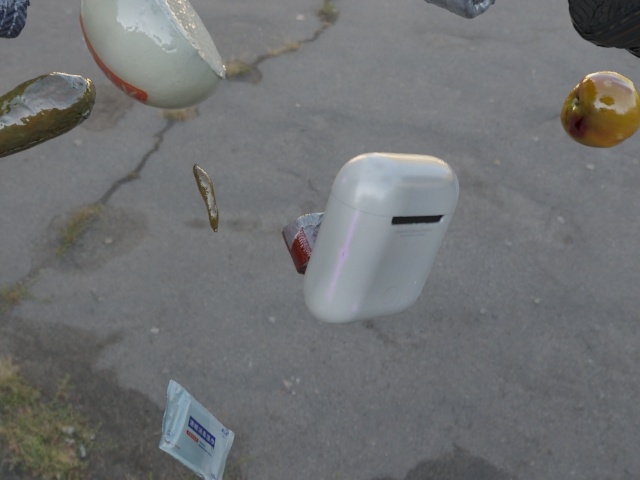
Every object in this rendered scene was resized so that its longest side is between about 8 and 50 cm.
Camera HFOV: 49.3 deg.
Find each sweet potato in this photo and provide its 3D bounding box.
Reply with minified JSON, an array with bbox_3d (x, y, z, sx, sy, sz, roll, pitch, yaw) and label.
[{"bbox_3d":[-0.395,-0.125,0.830,0.273,0.075,0.075,-28,48,-7],"label":"sweet potato"},{"bbox_3d":[-0.178,-0.069,1.110,0.026,0.115,0.026,-17,1,0],"label":"sweet potato"}]

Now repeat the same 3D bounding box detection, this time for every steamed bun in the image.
[{"bbox_3d":[-0.399,-0.459,1.595,0.241,0.374,0.374,-31,44,6],"label":"steamed bun"}]

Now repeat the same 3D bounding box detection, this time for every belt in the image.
[{"bbox_3d":[0.000,0.000,1.547,0.201,0.128,0.124,5,60,-61],"label":"belt"}]

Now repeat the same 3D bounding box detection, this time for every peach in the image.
[{"bbox_3d":[0.511,-0.231,1.261,0.138,0.138,0.138,4,40,-3],"label":"peach"}]

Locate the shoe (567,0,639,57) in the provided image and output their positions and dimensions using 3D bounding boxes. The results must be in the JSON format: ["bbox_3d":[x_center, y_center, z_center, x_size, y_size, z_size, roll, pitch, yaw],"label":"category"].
[{"bbox_3d":[0.507,-0.340,0.820,0.237,0.384,0.171,5,69,-28],"label":"shoe"}]

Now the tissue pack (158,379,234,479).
[{"bbox_3d":[-0.213,0.341,1.199,0.026,0.193,0.123,-15,41,23],"label":"tissue pack"}]

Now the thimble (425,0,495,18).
[{"bbox_3d":[0.231,-0.495,1.116,0.157,0.246,0.217,32,5,23],"label":"thimble"}]

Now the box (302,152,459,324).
[{"bbox_3d":[0.117,-0.001,1.349,0.288,0.349,0.141,-3,30,-40],"label":"box"}]

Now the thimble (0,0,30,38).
[{"bbox_3d":[-0.464,-0.333,0.989,0.104,0.095,0.066,-11,-10,41],"label":"thimble"}]
